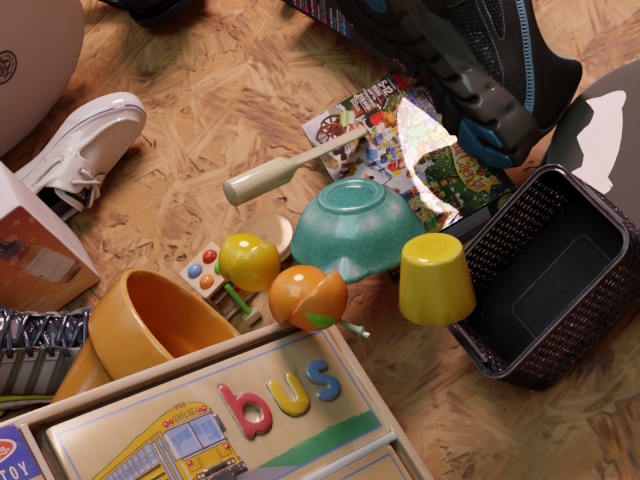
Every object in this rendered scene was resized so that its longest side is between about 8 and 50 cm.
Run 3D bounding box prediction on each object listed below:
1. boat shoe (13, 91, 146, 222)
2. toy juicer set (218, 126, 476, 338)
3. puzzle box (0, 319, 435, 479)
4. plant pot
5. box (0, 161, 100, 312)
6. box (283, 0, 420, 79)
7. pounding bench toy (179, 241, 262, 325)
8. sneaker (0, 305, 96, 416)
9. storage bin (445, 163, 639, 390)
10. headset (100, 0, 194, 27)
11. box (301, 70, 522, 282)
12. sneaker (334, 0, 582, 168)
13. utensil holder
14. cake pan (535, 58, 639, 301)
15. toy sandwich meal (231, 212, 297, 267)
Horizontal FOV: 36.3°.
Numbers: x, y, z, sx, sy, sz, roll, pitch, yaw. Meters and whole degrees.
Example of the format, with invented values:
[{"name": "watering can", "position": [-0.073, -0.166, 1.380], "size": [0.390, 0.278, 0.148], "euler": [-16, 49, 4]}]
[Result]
[{"name": "boat shoe", "position": [-0.319, -0.076, 1.231], "size": [0.267, 0.096, 0.088], "euler": [-37, 56, -1]}, {"name": "toy juicer set", "position": [0.000, 0.000, 0.957], "size": [0.209, 0.089, 0.329], "euler": [-15, 32, -9]}, {"name": "puzzle box", "position": [-0.080, 0.219, 0.744], "size": [0.272, 0.409, 0.052], "euler": [56, 134, 17]}, {"name": "plant pot", "position": [-0.173, 0.164, 0.960], "size": [0.188, 0.205, 0.205], "euler": [-47, 52, 9]}, {"name": "box", "position": [-0.366, 0.015, 1.142], "size": [0.130, 0.170, 0.091], "euler": [-37, 52, -2]}, {"name": "box", "position": [0.079, -0.331, 1.163], "size": [0.165, 0.143, 0.270], "euler": [-29, 48, -27]}, {"name": "pounding bench toy", "position": [-0.103, 0.052, 1.070], "size": [0.052, 0.065, 0.083], "euler": [-46, 53, -9]}, {"name": "sneaker", "position": [-0.316, 0.121, 1.082], "size": [0.300, 0.121, 0.111], "euler": [-18, 54, 12]}, {"name": "storage bin", "position": [0.205, 0.036, 0.897], "size": [0.180, 0.084, 0.122], "euler": [-49, 50, 16]}, {"name": "headset", "position": [-0.215, -0.416, 1.330], "size": [0.394, 0.243, 0.185], "euler": [17, 65, 9]}, {"name": "box", "position": [0.095, -0.084, 1.086], "size": [0.159, 0.044, 0.233], "euler": [-31, 52, 2]}, {"name": "sneaker", "position": [0.122, -0.236, 0.981], "size": [0.139, 0.341, 0.125], "euler": [-44, 14, -14]}, {"name": "utensil holder", "position": [-0.551, -0.317, 1.276], "size": [0.385, 0.327, 0.327], "euler": [36, 77, 11]}, {"name": "cake pan", "position": [0.356, -0.075, 0.962], "size": [0.293, 0.054, 0.293], "euler": [-11, 55, 16]}, {"name": "toy sandwich meal", "position": [-0.063, 0.004, 1.109], "size": [0.085, 0.029, 0.086], "euler": [-8, 53, 11]}]
